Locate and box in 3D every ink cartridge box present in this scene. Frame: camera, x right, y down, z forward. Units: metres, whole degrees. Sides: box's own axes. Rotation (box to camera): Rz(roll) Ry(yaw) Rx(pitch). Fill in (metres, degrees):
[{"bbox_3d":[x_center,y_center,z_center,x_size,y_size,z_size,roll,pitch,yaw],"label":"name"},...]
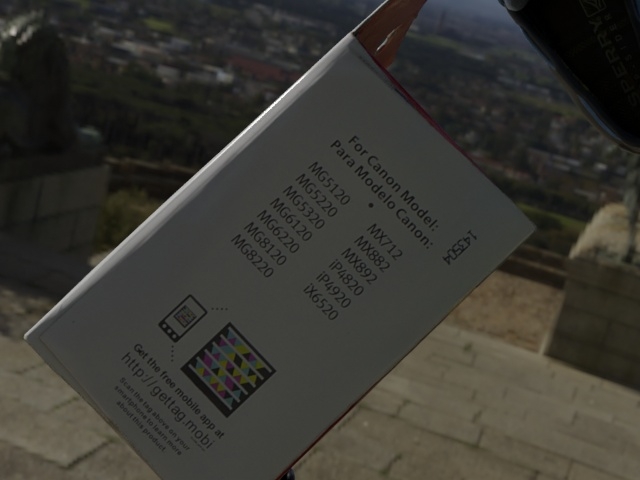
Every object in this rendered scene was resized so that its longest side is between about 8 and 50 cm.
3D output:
[{"bbox_3d":[0.000,0.000,0.681,0.130,0.272,0.309,47,-3,-1],"label":"ink cartridge box"}]

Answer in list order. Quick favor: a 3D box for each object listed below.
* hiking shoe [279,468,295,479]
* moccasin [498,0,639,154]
[{"bbox_3d":[-0.096,0.270,1.212,0.086,0.114,0.227,31,18,16],"label":"hiking shoe"},{"bbox_3d":[0.206,-0.226,0.979,0.342,0.138,0.117,53,21,1],"label":"moccasin"}]
